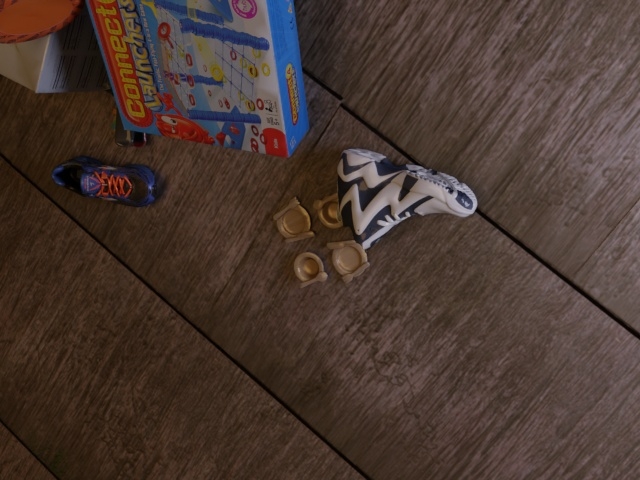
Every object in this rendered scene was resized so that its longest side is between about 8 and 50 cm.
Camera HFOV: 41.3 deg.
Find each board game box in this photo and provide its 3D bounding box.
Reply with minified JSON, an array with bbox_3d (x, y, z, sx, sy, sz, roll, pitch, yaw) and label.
[{"bbox_3d":[-0.184,-0.290,1.277,0.301,0.086,0.308,11,135,20],"label":"board game box"}]

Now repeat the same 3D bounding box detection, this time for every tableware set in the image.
[{"bbox_3d":[0.000,0.000,1.434,0.141,0.020,0.169,-19,92,26],"label":"tableware set"}]

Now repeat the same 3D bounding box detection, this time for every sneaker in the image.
[{"bbox_3d":[0.121,-0.041,1.332,0.235,0.094,0.153,20,109,20],"label":"sneaker"},{"bbox_3d":[-0.396,-0.102,1.554,0.221,0.087,0.083,9,105,23],"label":"sneaker"}]

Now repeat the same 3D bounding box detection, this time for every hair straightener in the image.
[{"bbox_3d":[-0.339,-0.277,1.488,0.047,0.089,0.231,11,101,21],"label":"hair straightener"}]

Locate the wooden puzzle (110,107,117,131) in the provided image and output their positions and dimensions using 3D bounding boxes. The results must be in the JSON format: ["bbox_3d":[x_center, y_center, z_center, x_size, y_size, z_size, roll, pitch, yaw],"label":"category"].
[{"bbox_3d":[-0.357,-0.209,1.559,0.083,0.006,0.049,48,115,8],"label":"wooden puzzle"}]

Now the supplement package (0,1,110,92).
[{"bbox_3d":[-0.479,-0.361,1.474,0.194,0.203,0.149,28,110,16],"label":"supplement package"}]

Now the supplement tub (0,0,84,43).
[{"bbox_3d":[-0.487,-0.479,1.252,0.207,0.207,0.338,-25,84,26],"label":"supplement tub"}]
